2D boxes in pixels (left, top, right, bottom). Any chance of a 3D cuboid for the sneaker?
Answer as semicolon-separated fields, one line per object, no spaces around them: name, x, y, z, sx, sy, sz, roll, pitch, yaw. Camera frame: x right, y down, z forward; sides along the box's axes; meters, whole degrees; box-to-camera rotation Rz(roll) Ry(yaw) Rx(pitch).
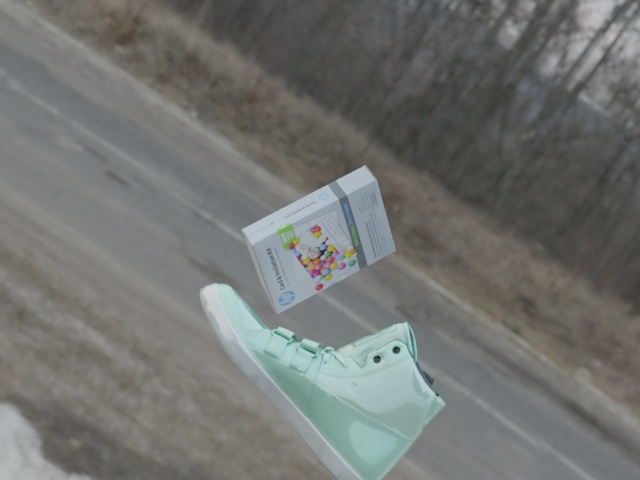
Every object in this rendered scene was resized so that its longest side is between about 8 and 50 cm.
sneaker;0.007;0.106;1.436;0.256;0.151;0.094;47;1;8

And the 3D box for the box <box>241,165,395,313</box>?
box;0.000;0.000;1.946;0.038;0.186;0.145;55;-12;42
